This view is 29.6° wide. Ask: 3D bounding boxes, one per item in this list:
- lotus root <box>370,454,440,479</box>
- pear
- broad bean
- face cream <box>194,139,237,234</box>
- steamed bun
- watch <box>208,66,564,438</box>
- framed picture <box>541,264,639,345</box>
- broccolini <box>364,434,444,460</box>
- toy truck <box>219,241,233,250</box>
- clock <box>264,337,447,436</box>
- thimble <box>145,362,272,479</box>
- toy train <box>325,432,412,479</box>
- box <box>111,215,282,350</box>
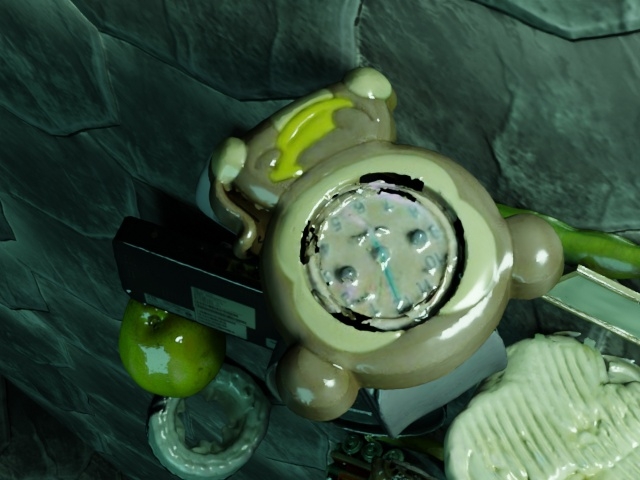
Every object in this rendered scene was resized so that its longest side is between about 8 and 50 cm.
[{"bbox_3d":[0.188,0.435,2.017,0.167,0.078,0.329,25,174,40],"label":"lotus root"},{"bbox_3d":[-0.254,0.167,2.048,0.187,0.187,0.219,23,148,22],"label":"pear"},{"bbox_3d":[0.276,0.009,1.248,0.297,0.043,0.060,16,140,33],"label":"broad bean"},{"bbox_3d":[0.000,0.000,1.527,0.337,0.080,0.163,32,155,3],"label":"face cream"},{"bbox_3d":[0.288,0.271,1.432,0.268,0.280,0.207,21,151,23],"label":"steamed bun"},{"bbox_3d":[0.055,0.027,1.302,0.335,0.314,0.327,58,174,11],"label":"watch"},{"bbox_3d":[0.334,0.083,1.297,0.201,0.010,0.136,26,165,-6],"label":"framed picture"},{"bbox_3d":[0.234,0.384,1.967,0.392,0.074,0.079,15,143,33],"label":"broccolini"},{"bbox_3d":[-0.136,0.030,1.814,0.024,0.032,0.083,21,155,35],"label":"toy truck"},{"bbox_3d":[0.056,0.213,1.804,0.281,0.055,0.280,11,152,6],"label":"clock"},{"bbox_3d":[-0.207,0.338,2.269,0.237,0.237,0.150,35,159,-3],"label":"thimble"},{"bbox_3d":[0.086,0.419,2.169,0.176,0.118,0.074,13,146,35],"label":"toy train"},{"bbox_3d":[-0.135,0.079,1.806,0.350,0.058,0.211,19,155,8],"label":"box"}]
